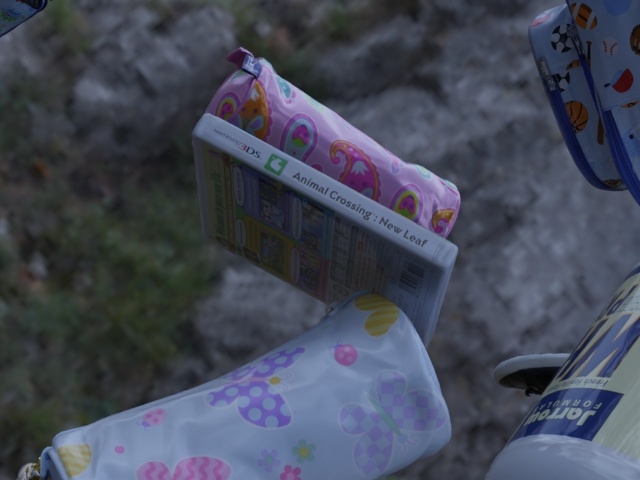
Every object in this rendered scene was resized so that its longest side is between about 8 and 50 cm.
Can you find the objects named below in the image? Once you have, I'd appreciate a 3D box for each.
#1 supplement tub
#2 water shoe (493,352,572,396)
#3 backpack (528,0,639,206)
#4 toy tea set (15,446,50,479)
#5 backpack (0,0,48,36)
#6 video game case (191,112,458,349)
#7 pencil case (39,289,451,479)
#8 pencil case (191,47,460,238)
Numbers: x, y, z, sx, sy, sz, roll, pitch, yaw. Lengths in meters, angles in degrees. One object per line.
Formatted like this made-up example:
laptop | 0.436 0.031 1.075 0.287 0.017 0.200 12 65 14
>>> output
supplement tub | 0.267 0.181 1.433 0.235 0.325 0.235 28 -32 20
water shoe | 0.278 0.162 2.009 0.203 0.080 0.073 -3 -11 28
backpack | 0.328 -0.140 1.705 0.213 0.276 0.263 -27 -98 40
toy tea set | -0.177 0.289 1.480 0.336 0.124 0.200 -71 139 -72
backpack | -0.316 -0.242 1.759 0.084 0.114 0.105 30 38 -39
video game case | 0.000 0.000 1.333 0.193 0.023 0.212 28 -17 8
pencil case | -0.048 0.137 1.267 0.124 0.273 0.113 64 -14 1
pencil case | 0.006 -0.080 1.940 0.284 0.124 0.124 33 -3 -19
